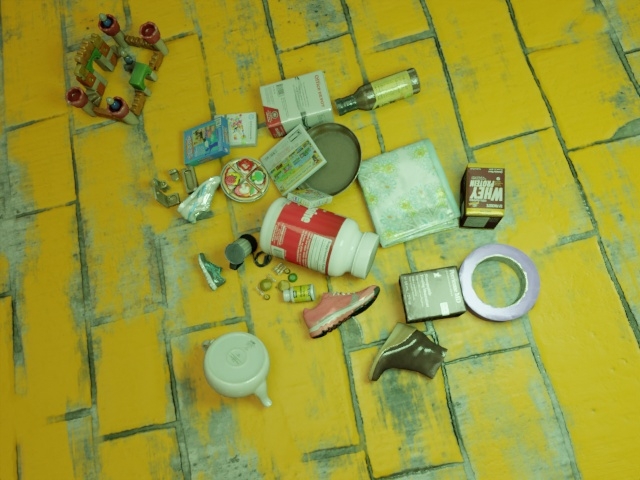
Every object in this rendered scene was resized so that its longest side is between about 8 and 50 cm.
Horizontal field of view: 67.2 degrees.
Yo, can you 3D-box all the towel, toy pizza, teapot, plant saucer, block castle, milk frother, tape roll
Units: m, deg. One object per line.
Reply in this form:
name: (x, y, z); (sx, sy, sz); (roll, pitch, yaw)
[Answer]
towel: (0.329, -0.181, 1.855); (0.321, 0.090, 0.374); (-18, 74, 3)
toy pizza: (-0.309, -0.253, 1.972); (0.201, 0.032, 0.201); (2, 73, -7)
teapot: (-0.308, 0.468, 1.753); (0.253, 0.187, 0.256); (-1, 48, -10)
plant saucer: (0.026, -0.314, 1.919); (0.311, 0.050, 0.310); (-4, 81, 24)
block castle: (-0.899, -0.758, 2.120); (0.303, 0.213, 0.453); (16, 80, 12)
milk frother: (-0.277, 0.054, 1.865); (0.143, 0.135, 0.129); (5, 108, 13)
tape roll: (0.631, 0.153, 1.727); (0.275, 0.090, 0.274); (-2, 77, 8)

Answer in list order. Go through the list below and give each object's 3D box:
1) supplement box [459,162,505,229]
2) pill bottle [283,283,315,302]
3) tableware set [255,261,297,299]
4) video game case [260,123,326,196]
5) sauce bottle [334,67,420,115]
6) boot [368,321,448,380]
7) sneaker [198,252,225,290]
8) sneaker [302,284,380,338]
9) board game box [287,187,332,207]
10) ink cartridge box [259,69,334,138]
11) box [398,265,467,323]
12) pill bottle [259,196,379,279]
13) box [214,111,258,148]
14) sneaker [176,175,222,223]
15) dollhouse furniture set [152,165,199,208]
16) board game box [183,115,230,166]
supplement box: (0.585, -0.157, 1.753); (0.129, 0.194, 0.191); (3, 77, 9)
pill bottle: (-0.080, 0.204, 1.835); (0.116, 0.065, 0.065); (-9, 75, 7)
tableware set: (-0.169, 0.168, 1.881); (0.104, 0.024, 0.154); (44, 85, 12)
video game case: (-0.113, -0.324, 1.948); (0.227, 0.026, 0.206); (-38, 68, 15)
sauce bottle: (0.228, -0.596, 1.961); (0.344, 0.111, 0.111); (-17, 74, 6)
boot: (0.307, 0.433, 1.706); (0.207, 0.090, 0.248); (31, 79, 17)
sneaker: (-0.432, 0.117, 1.921); (0.076, 0.065, 0.166); (-25, 77, -15)
sneaker: (0.070, 0.231, 1.780); (0.314, 0.116, 0.136); (-32, 73, 0)
board game box: (-0.038, -0.162, 1.816); (0.103, 0.154, 0.026); (24, 114, 26)
ink cartridge box: (-0.095, -0.563, 1.999); (0.273, 0.114, 0.197); (-14, 74, 6)
box: (0.391, 0.196, 1.711); (0.203, 0.167, 0.168); (-10, 75, 6)
pill bottle: (0.000, 0.000, 1.788); (0.408, 0.229, 0.229); (18, 80, 12)
box: (-0.362, -0.468, 2.057); (0.186, 0.038, 0.145); (-1, 77, 7)
sneaker: (-0.480, -0.172, 1.986); (0.092, 0.087, 0.228); (44, 87, -1)
dollhouse furniture set: (-0.601, -0.238, 1.992); (0.151, 0.123, 0.144); (-18, 75, 4)
board game box: (-0.481, -0.412, 2.025); (0.210, 0.047, 0.160); (-12, 75, 25)
